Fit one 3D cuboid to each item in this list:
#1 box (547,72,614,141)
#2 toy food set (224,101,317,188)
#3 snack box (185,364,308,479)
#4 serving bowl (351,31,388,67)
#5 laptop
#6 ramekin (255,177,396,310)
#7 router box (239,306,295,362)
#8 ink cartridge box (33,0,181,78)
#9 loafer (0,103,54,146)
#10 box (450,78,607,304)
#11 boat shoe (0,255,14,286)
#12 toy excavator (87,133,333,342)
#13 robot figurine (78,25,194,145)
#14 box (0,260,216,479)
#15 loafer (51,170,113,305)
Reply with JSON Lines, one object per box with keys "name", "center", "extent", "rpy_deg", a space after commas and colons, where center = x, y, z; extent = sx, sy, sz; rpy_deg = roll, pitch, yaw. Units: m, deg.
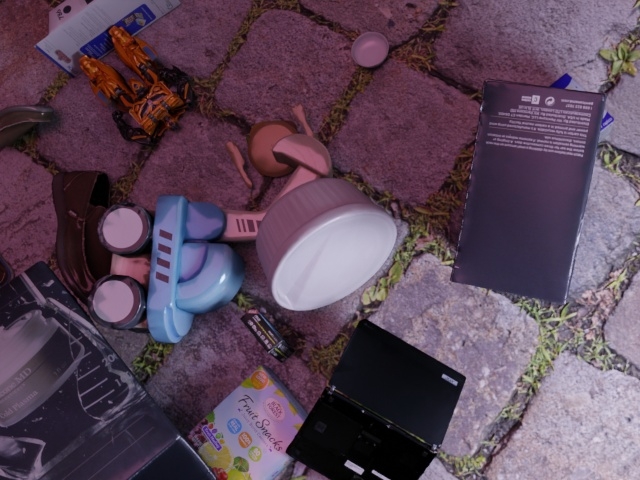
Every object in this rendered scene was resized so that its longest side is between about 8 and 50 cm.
{"name": "box", "center": [0.474, -0.229, 1.382], "extent": [0.126, 0.072, 0.137], "rpy_deg": [-39, 69, 2]}
{"name": "toy food set", "center": [-0.099, -0.204, 1.548], "extent": [0.192, 0.038, 0.133], "rpy_deg": [-27, 87, 9]}
{"name": "snack box", "center": [-0.130, 0.379, 1.388], "extent": [0.207, 0.070, 0.174], "rpy_deg": [-43, 69, -1]}
{"name": "serving bowl", "center": [0.111, -0.413, 1.552], "extent": [0.083, 0.027, 0.084], "rpy_deg": [-4, 74, 14]}
{"name": "laptop", "center": [0.105, 0.328, 1.328], "extent": [0.234, 0.136, 0.264], "rpy_deg": [30, 110, 1]}
{"name": "ramekin", "center": [0.000, 0.000, 1.355], "extent": [0.272, 0.273, 0.127], "rpy_deg": [-37, 58, 3]}
{"name": "router box", "center": [-0.103, 0.188, 1.402], "extent": [0.038, 0.122, 0.092], "rpy_deg": [-41, 69, -4]}
{"name": "ink cartridge box", "center": [-0.510, -0.533, 1.680], "extent": [0.332, 0.165, 0.065], "rpy_deg": [-34, 70, 3]}
{"name": "loafer", "center": [-0.752, -0.275, 1.729], "extent": [0.251, 0.094, 0.088], "rpy_deg": [-9, 98, 22]}
{"name": "box", "center": [0.355, -0.084, 1.191], "extent": [0.178, 0.343, 0.313], "rpy_deg": [12, 99, 19]}
{"name": "boat shoe", "center": [-0.793, 0.037, 1.659], "extent": [0.183, 0.066, 0.066], "rpy_deg": [35, 86, 20]}
{"name": "toy excavator", "center": [-0.205, -0.003, 1.454], "extent": [0.444, 0.222, 0.434], "rpy_deg": [3, 79, 3]}
{"name": "robot figurine", "center": [-0.429, -0.359, 1.654], "extent": [0.211, 0.085, 0.291], "rpy_deg": [-44, 69, 2]}
{"name": "box", "center": [-0.533, 0.385, 1.270], "extent": [0.479, 0.297, 0.471], "rpy_deg": [-39, 60, -18]}
{"name": "loafer", "center": [-0.496, -0.017, 1.547], "extent": [0.130, 0.134, 0.366], "rpy_deg": [-22, 65, 3]}
